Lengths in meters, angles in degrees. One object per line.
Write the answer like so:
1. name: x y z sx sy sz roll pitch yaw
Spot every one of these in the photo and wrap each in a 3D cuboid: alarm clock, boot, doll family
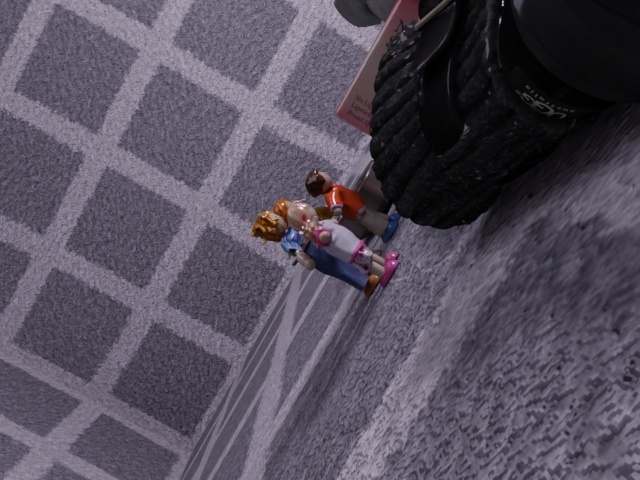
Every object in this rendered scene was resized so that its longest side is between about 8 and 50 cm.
1. alarm clock: 0.068 -0.047 1.123 0.192 0.064 0.129 -59 3 -11
2. boot: 0.151 -0.188 0.438 0.348 0.131 0.260 -62 3 -16
3. doll family: 0.000 0.000 0.853 0.118 0.163 0.263 -59 3 18

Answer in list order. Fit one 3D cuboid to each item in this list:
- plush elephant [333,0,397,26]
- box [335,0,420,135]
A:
1. plush elephant: 0.177 -0.506 1.311 0.255 0.272 0.330 -4 -79 -53
2. box: 0.141 -0.238 0.913 0.232 0.148 0.127 -60 4 17
